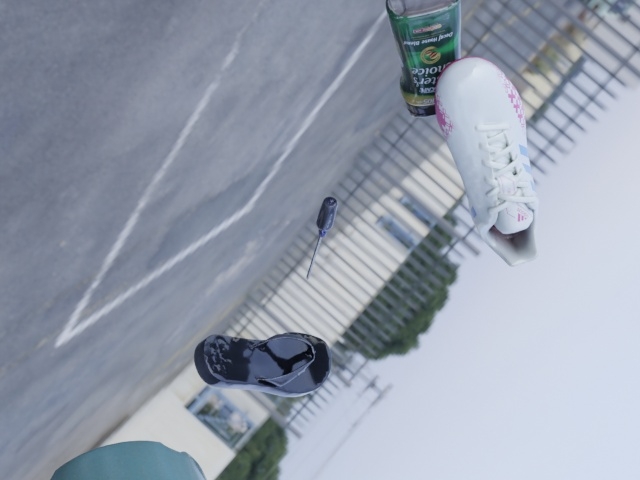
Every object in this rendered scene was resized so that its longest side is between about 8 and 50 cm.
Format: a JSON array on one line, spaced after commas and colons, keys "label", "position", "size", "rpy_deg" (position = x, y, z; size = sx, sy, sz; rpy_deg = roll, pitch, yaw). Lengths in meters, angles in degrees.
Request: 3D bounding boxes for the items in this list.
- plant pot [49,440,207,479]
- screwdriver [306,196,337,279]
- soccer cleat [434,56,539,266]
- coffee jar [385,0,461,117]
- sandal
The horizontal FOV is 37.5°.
[{"label": "plant pot", "position": [-0.229, 0.460, 1.201], "size": [0.341, 0.341, 0.334], "rpy_deg": [-50, -141, 15]}, {"label": "screwdriver", "position": [0.000, 0.000, 1.255], "size": [0.025, 0.024, 0.170], "rpy_deg": [-42, 160, -31]}, {"label": "soccer cleat", "position": [0.245, -0.099, 1.285], "size": [0.116, 0.143, 0.331], "rpy_deg": [-22, 135, 6]}, {"label": "coffee jar", "position": [0.147, -0.251, 1.268], "size": [0.096, 0.079, 0.184], "rpy_deg": [-14, 138, 4]}, {"label": "sandal", "position": [-0.066, 0.175, 1.359], "size": [0.054, 0.097, 0.254], "rpy_deg": [-34, 156, 35]}]
